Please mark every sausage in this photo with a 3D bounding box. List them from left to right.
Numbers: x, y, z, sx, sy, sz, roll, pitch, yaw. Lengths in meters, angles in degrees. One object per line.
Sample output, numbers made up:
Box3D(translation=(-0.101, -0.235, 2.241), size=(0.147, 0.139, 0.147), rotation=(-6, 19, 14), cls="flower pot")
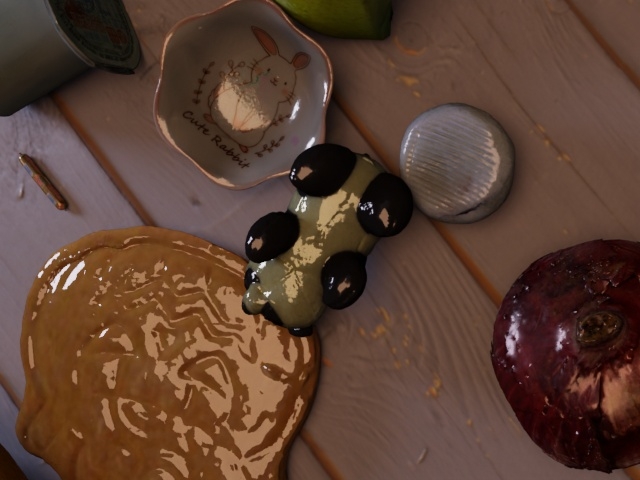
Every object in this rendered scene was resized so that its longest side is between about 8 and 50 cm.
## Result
Box3D(translation=(-0.355, -0.075, 1.588), size=(0.015, 0.015, 0.100), rotation=(-43, 78, 10), cls="sausage")

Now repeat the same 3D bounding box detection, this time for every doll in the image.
Box3D(translation=(0.002, -0.001, 1.410), size=(0.143, 0.135, 0.234), rotation=(33, 86, 3), cls="doll")

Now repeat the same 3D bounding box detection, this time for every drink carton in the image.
Box3D(translation=(-0.353, -0.251, 1.511), size=(0.190, 0.185, 0.191), rotation=(-26, 84, 16), cls="drink carton")

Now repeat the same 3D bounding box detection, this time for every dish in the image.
Box3D(translation=(-0.083, -0.175, 1.474), size=(0.229, 0.081, 0.229), rotation=(3, 102, 15), cls="dish")

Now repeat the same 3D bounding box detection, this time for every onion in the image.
Box3D(translation=(0.297, 0.116, 1.299), size=(0.252, 0.219, 0.252), rotation=(-3, 78, 14), cls="onion")

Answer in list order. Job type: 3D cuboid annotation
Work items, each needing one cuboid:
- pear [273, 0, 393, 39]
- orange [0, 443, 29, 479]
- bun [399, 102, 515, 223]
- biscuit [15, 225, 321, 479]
Box3D(translation=(-0.005, -0.417, 1.356), size=(0.238, 0.318, 0.342), rotation=(11, 89, 11), cls="pear")
Box3D(translation=(-0.482, 0.356, 1.463), size=(0.357, 0.322, 0.322), rotation=(44, 100, 1), cls="orange")
Box3D(translation=(0.159, -0.086, 1.414), size=(0.141, 0.083, 0.141), rotation=(0, 91, 28), cls="bun")
Box3D(translation=(-0.197, 0.169, 1.514), size=(0.385, 0.062, 0.365), rotation=(13, 92, 16), cls="biscuit")
